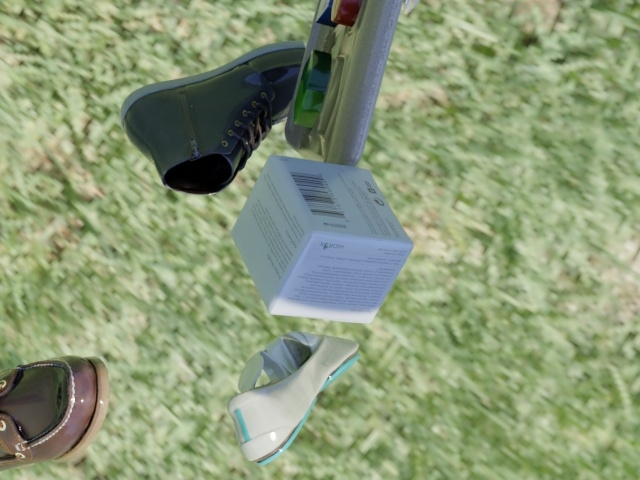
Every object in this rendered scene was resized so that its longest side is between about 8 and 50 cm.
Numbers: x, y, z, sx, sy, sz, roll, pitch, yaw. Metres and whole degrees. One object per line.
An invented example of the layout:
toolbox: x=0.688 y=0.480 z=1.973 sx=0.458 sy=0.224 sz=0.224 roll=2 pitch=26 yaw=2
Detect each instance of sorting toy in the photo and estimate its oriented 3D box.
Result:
sorting toy: x=0.003 y=-0.126 z=1.564 sx=0.041 sy=0.229 sz=0.307 roll=14 pitch=95 yaw=-13

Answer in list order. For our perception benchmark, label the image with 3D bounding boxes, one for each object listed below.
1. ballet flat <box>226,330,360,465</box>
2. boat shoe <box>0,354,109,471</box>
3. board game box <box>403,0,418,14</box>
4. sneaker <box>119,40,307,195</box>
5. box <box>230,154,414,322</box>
ballet flat: x=-0.029 y=0.131 z=1.720 sx=0.248 sy=0.086 sz=0.086 roll=-45 pitch=138 yaw=-66
boat shoe: x=-0.224 y=0.131 z=1.307 sx=0.073 sy=0.207 sz=0.073 roll=10 pitch=65 yaw=-30
board game box: x=0.131 y=-0.275 z=1.644 sx=0.033 sy=0.133 sz=0.169 roll=29 pitch=123 yaw=5
sneaker: x=-0.067 y=-0.108 z=1.675 sx=0.222 sy=0.118 sz=0.083 roll=-20 pitch=136 yaw=-14
box: x=0.000 y=0.000 z=1.412 sx=0.102 sy=0.101 sz=0.087 roll=8 pitch=126 yaw=-32
